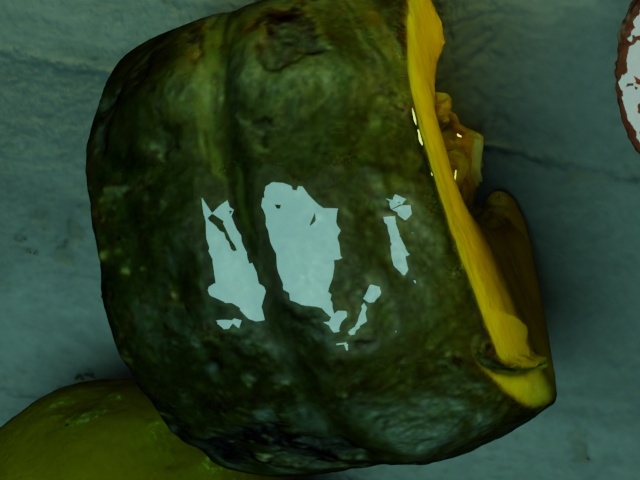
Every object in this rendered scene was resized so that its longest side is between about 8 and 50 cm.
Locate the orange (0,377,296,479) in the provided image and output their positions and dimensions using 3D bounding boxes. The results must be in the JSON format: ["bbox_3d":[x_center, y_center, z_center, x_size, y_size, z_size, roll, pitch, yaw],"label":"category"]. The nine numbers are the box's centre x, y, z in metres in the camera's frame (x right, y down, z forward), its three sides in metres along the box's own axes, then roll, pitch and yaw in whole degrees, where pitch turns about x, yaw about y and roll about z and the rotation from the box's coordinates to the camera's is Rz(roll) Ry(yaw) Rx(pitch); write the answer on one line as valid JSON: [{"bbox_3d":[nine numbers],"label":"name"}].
[{"bbox_3d":[-0.138,0.235,1.278,0.279,0.235,0.279,7,107,22],"label":"orange"}]

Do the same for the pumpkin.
[{"bbox_3d":[0.000,0.000,1.119,0.225,0.256,0.303,-18,120,22],"label":"pumpkin"}]

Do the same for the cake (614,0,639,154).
[{"bbox_3d":[0.295,-0.083,1.027,0.283,0.151,0.177,39,114,0],"label":"cake"}]
